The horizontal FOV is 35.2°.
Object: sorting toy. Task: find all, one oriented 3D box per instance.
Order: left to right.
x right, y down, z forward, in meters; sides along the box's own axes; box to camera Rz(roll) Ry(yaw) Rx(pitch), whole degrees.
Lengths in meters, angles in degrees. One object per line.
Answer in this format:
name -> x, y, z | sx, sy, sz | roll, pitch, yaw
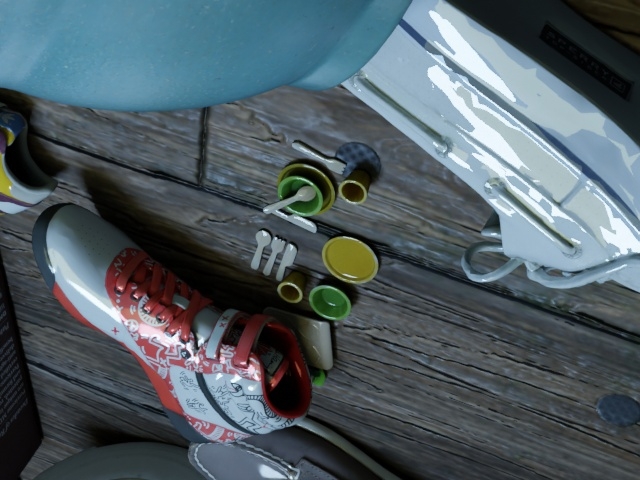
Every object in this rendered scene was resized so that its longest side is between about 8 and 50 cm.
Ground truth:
sorting toy -> -0.018, 0.095, 0.898 | 0.062, 0.012, 0.083 | 10, 130, 20

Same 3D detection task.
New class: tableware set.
tableware set -> 0.000, 0.000, 0.806 | 0.104, 0.024, 0.154 | 26, 132, 3

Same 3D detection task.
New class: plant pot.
plant pot -> -0.054, -0.191, 0.532 | 0.196, 0.293, 0.293 | 18, 138, -26

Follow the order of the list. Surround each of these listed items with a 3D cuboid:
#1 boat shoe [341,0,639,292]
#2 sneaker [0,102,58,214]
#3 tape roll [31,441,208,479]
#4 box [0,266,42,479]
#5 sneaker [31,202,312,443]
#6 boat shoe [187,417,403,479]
boat shoe -> 0.150, -0.031, 0.638 | 0.367, 0.136, 0.156 | 37, 132, -2
sneaker -> -0.290, -0.103, 0.833 | 0.083, 0.070, 0.185 | -15, 126, 24
tape roll -> -0.193, 0.345, 1.011 | 0.246, 0.246, 0.169 | 9, 124, 18
box -> -0.415, 0.101, 1.000 | 0.191, 0.143, 0.382 | 14, 129, 13
sneaker -> -0.113, 0.063, 0.857 | 0.145, 0.090, 0.270 | -15, 119, 38
boat shoe -> 0.013, 0.262, 0.960 | 0.324, 0.097, 0.117 | 28, 133, 2
